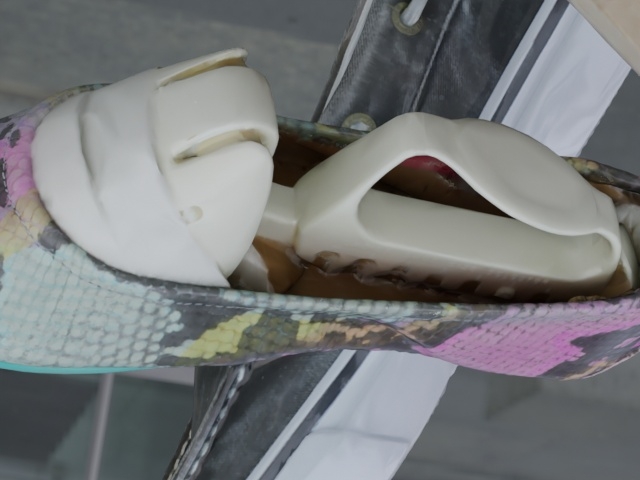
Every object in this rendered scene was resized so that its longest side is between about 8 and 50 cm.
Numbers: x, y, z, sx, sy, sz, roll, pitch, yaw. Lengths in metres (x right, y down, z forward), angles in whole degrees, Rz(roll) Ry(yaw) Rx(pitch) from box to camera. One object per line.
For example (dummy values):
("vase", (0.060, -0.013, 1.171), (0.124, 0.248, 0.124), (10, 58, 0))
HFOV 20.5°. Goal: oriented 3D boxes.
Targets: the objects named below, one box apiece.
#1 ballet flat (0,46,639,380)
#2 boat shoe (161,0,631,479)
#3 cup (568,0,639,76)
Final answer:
("ballet flat", (-0.002, -0.008, 0.441), (0.221, 0.077, 0.079), (6, 147, -20))
("boat shoe", (0.000, 0.000, 0.643), (0.119, 0.335, 0.121), (32, 171, -6))
("cup", (0.112, -0.124, 0.224), (0.237, 0.331, 0.331), (-44, 145, 9))
